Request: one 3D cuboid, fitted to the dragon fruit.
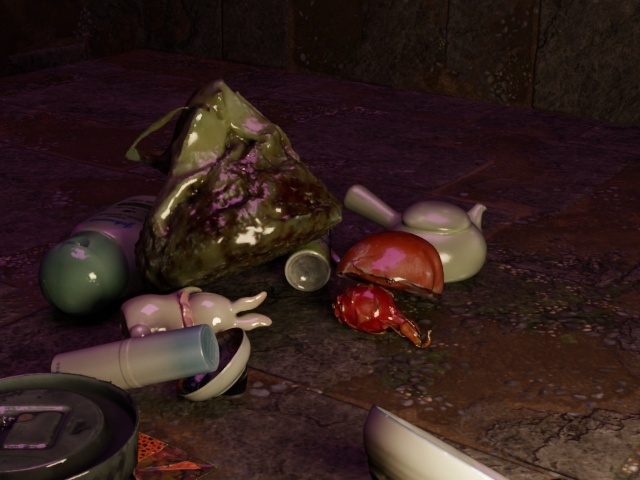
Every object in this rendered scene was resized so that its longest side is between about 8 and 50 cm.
[{"bbox_3d":[0.114,0.132,1.842,0.190,0.094,0.094,19,26,19],"label":"dragon fruit"}]

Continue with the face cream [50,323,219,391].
[{"bbox_3d":[-0.283,0.187,1.589,0.250,0.077,0.077,-12,18,14],"label":"face cream"}]

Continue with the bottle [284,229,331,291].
[{"bbox_3d":[-0.023,-0.008,2.156,0.093,0.093,0.330,1,24,0],"label":"bottle"}]

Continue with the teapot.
[{"bbox_3d":[0.183,-0.014,2.128,0.318,0.149,0.220,7,20,13],"label":"teapot"}]

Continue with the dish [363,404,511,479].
[{"bbox_3d":[0.150,0.322,1.266,0.273,0.134,0.273,31,-4,3],"label":"dish"}]

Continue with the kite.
[{"bbox_3d":[-0.202,0.316,1.441,0.125,0.008,0.222,-2,21,-8],"label":"kite"}]

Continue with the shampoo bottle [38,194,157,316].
[{"bbox_3d":[-0.400,0.030,1.989,0.221,0.151,0.349,11,24,19],"label":"shampoo bottle"}]

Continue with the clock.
[{"bbox_3d":[-0.406,0.282,1.432,0.318,0.066,0.319,-2,21,1],"label":"clock"}]

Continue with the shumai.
[{"bbox_3d":[-0.172,-0.110,1.882,0.395,0.348,0.395,-18,-3,-1],"label":"shumai"}]

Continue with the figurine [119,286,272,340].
[{"bbox_3d":[-0.211,0.138,1.746,0.235,0.127,0.155,-10,-12,-18],"label":"figurine"}]

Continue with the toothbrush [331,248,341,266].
[{"bbox_3d":[0.000,0.000,2.266,0.024,0.021,0.288,-15,23,-9],"label":"toothbrush"}]

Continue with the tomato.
[{"bbox_3d":[0.132,0.037,1.929,0.199,0.112,0.228,10,-7,15],"label":"tomato"}]

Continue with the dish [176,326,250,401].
[{"bbox_3d":[-0.149,0.214,1.636,0.141,0.078,0.141,-35,21,16],"label":"dish"}]
